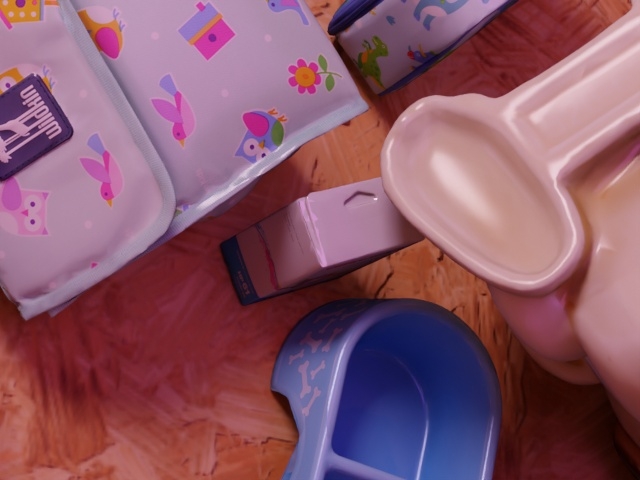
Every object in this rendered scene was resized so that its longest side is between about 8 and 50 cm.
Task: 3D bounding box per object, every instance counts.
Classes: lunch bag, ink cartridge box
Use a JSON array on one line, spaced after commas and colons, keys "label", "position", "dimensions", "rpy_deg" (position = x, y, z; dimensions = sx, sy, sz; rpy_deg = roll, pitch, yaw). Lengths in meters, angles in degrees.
[{"label": "lunch bag", "position": [0.121, -0.211, 1.151], "dimensions": [0.219, 0.176, 0.090], "rpy_deg": [-40, 97, -31]}, {"label": "lunch bag", "position": [-0.140, -0.101, 0.984], "dimensions": [0.262, 0.160, 0.223], "rpy_deg": [-33, 96, -21]}, {"label": "ink cartridge box", "position": [0.000, 0.000, 1.049], "dimensions": [0.088, 0.122, 0.052], "rpy_deg": [-16, 83, -32]}]

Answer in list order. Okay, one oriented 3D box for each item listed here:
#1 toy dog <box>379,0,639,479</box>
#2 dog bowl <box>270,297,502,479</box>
[{"label": "toy dog", "position": [0.289, 0.038, 1.070], "dimensions": [0.284, 0.408, 0.395], "rpy_deg": [-42, 59, -1]}, {"label": "dog bowl", "position": [0.040, 0.174, 1.048], "dimensions": [0.166, 0.074, 0.297], "rpy_deg": [23, 66, -22]}]
